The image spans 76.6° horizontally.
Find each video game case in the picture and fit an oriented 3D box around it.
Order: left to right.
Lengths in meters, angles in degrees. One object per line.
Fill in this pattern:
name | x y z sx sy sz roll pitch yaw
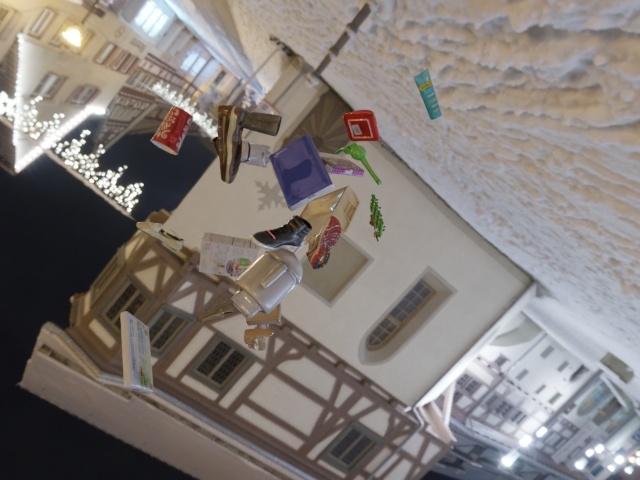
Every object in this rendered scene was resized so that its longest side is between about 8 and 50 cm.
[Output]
video game case | -0.583 0.362 1.290 0.206 0.026 0.226 98 158 -64
video game case | 0.081 -0.399 2.108 0.232 0.041 0.210 -3 -147 -42

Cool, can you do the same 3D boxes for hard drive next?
hard drive | -0.088 -0.301 1.760 0.040 0.210 0.318 49 -164 -56

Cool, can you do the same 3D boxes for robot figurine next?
robot figurine | -0.216 0.167 1.718 0.200 0.353 0.300 46 158 -5

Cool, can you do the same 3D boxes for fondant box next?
fondant box | -0.536 0.095 2.394 0.331 0.238 0.096 11 -144 -10

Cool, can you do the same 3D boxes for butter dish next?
butter dish | 0.206 -0.560 1.912 0.160 0.118 0.160 6 143 28

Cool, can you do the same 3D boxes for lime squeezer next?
lime squeezer | 0.130 -0.318 1.506 0.310 0.059 0.110 46 177 46

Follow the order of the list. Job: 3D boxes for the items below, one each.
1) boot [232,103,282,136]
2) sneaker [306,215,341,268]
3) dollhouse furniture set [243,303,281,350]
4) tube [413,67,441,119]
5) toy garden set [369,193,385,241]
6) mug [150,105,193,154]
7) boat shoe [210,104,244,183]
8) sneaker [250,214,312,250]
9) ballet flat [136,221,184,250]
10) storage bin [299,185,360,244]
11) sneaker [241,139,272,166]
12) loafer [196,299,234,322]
boot | -0.280 -0.461 1.661 0.209 0.189 0.076 20 164 -6
sneaker | 0.000 0.000 1.511 0.088 0.225 0.092 -3 -138 -40
dollhouse furniture set | -0.273 0.502 2.201 0.303 0.174 0.355 -91 -7 -46
tube | 0.471 -0.632 1.766 0.207 0.080 0.052 61 163 -23
toy garden set | 0.329 -0.110 2.312 0.203 0.049 0.244 90 173 -47
mug | -0.585 -0.446 1.648 0.150 0.169 0.113 20 171 28
boat shoe | -0.314 -0.319 1.339 0.095 0.257 0.095 14 -158 2
sneaker | -0.153 -0.042 1.666 0.296 0.146 0.104 1 -139 -51
ballet flat | -0.808 -0.040 2.066 0.248 0.086 0.086 36 -171 -24
storage bin | 0.035 -0.133 2.036 0.123 0.262 0.260 54 -140 -23
sneaker | -0.402 -0.470 2.221 0.210 0.137 0.366 7 -173 -33
loafer | -0.379 0.267 1.485 0.050 0.148 0.056 60 148 8
